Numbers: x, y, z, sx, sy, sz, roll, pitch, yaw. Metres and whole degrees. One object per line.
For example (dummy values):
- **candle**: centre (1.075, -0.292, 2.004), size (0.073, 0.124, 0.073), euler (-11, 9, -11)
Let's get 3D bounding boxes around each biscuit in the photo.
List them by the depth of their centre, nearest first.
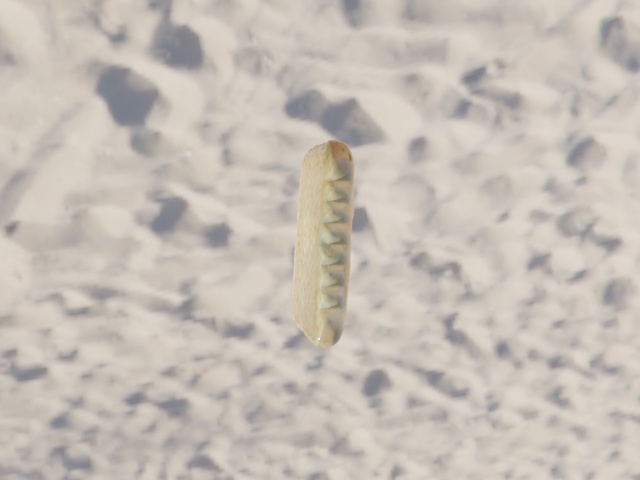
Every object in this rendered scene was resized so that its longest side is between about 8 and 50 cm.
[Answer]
- **biscuit**: centre (0.001, 0.000, 1.124), size (0.030, 0.160, 0.250), euler (4, 180, -5)
